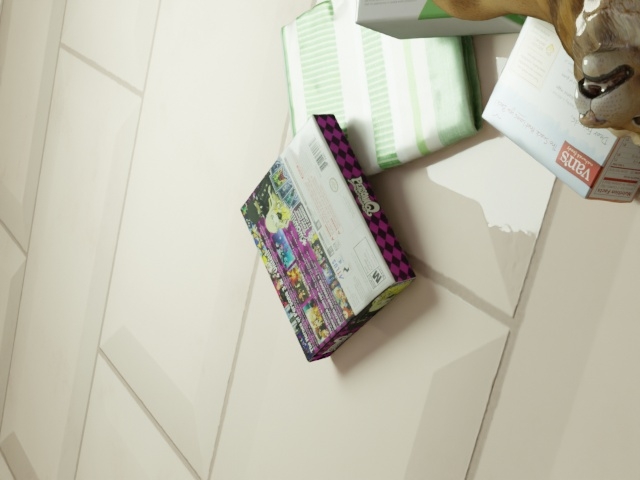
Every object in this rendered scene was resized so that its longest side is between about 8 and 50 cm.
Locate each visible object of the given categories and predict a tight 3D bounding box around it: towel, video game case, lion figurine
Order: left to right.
[{"bbox_3d":[0.000,0.000,1.185,0.210,0.042,0.232,-48,60,45],"label":"video game case"},{"bbox_3d":[0.061,-0.198,1.153,0.325,0.038,0.247,-19,73,52],"label":"towel"},{"bbox_3d":[0.163,-0.225,0.783,0.240,0.142,0.392,61,175,-31],"label":"lion figurine"}]

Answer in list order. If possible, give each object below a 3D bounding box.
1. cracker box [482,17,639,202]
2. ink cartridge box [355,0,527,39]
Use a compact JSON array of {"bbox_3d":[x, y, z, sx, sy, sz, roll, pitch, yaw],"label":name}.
[{"bbox_3d":[0.249,-0.169,0.838,0.155,0.067,0.232,51,127,44],"label":"cracker box"},{"bbox_3d":[0.128,-0.320,0.970,0.160,0.092,0.219,6,92,35],"label":"ink cartridge box"}]
